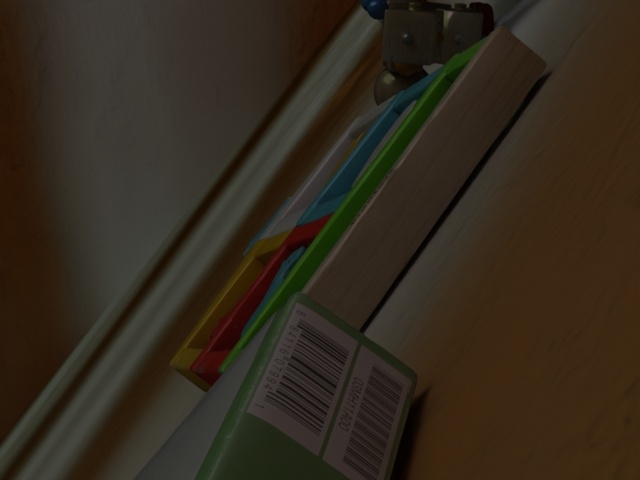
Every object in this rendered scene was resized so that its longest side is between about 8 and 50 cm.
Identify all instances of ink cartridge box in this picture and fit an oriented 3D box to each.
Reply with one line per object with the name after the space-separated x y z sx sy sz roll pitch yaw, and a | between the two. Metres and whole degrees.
-0.072 0.141 0.380 0.235 0.056 0.171 -50 7 29 | ink cartridge box

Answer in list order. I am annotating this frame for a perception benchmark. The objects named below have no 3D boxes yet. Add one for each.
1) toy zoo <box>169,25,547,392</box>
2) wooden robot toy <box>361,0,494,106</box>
0.000 0.000 0.670 0.192 0.030 0.293 -53 8 -12 | toy zoo
0.061 -0.103 0.750 0.173 0.076 0.079 -90 4 -77 | wooden robot toy
